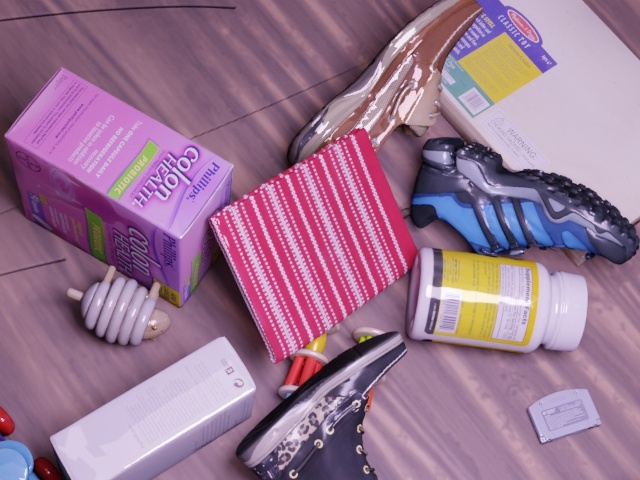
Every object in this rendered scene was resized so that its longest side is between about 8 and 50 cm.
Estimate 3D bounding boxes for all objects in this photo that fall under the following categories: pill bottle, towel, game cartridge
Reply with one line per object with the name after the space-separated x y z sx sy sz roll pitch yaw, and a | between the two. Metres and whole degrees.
0.218 0.078 1.511 0.208 0.119 0.119 8 65 -3 | pill bottle
0.000 0.000 1.477 0.275 0.031 0.199 -33 105 -36 | towel
0.303 0.217 1.513 0.083 0.017 0.056 -14 71 -13 | game cartridge

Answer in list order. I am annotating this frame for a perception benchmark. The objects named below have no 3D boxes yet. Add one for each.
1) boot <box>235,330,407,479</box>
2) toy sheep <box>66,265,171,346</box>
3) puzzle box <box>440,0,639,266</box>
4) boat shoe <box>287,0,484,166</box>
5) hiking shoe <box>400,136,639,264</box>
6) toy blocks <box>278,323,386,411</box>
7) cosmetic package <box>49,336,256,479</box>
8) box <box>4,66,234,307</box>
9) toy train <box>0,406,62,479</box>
0.042 0.236 1.411 0.236 0.085 0.178 -38 95 -11 | boot
-0.246 0.083 1.477 0.132 0.091 0.091 19 65 -1 | toy sheep
0.328 -0.193 1.686 0.272 0.052 0.409 -33 73 -18 | puzzle box
0.101 -0.188 1.608 0.324 0.122 0.120 -45 90 0 | boat shoe
0.257 -0.027 1.554 0.304 0.132 0.113 26 20 21 | hiking shoe
0.015 0.174 1.480 0.123 0.054 0.148 15 64 2 | toy blocks
-0.192 0.216 1.404 0.231 0.117 0.085 -28 71 -19 | cosmetic package
-0.240 -0.059 1.471 0.243 0.213 0.117 29 65 7 | box
-0.404 0.213 1.365 0.105 0.143 0.248 -40 75 -21 | toy train
